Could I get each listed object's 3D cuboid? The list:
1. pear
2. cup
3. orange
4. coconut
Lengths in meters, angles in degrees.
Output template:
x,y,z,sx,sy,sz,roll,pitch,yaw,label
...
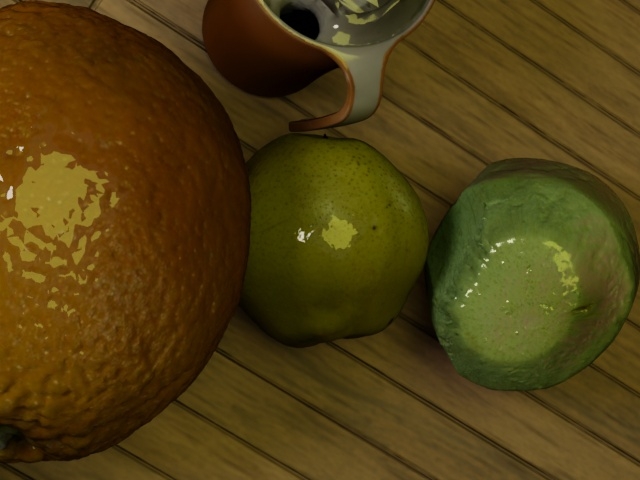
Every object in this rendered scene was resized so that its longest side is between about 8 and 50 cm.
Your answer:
x,y,z,sx,sy,sz,roll,pitch,yaw,label
-0.001,0.000,1.277,0.198,0.198,0.198,3,79,-18,pear
-0.009,-0.203,1.269,0.182,0.264,0.226,-8,83,-19,cup
-0.217,-0.004,1.133,0.322,0.322,0.356,19,66,-14,orange
0.199,0.029,1.336,0.205,0.236,0.235,-17,85,14,coconut
